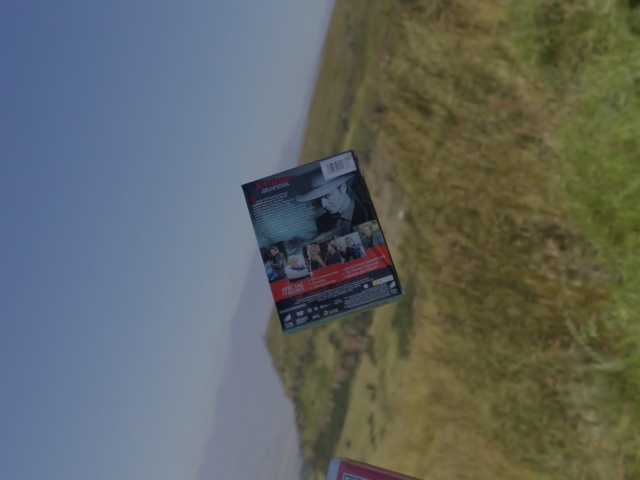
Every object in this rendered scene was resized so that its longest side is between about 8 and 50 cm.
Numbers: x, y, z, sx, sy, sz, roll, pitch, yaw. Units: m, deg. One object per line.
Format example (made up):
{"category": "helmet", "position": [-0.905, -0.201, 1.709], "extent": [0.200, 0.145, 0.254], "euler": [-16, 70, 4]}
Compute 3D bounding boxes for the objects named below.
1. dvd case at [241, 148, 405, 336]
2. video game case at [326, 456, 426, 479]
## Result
{"category": "dvd case", "position": [0.000, 0.000, 0.841], "extent": [0.013, 0.087, 0.119], "euler": [70, -178, -65]}
{"category": "video game case", "position": [0.112, 0.267, 0.743], "extent": [0.025, 0.285, 0.204], "euler": [12, -91, -59]}
